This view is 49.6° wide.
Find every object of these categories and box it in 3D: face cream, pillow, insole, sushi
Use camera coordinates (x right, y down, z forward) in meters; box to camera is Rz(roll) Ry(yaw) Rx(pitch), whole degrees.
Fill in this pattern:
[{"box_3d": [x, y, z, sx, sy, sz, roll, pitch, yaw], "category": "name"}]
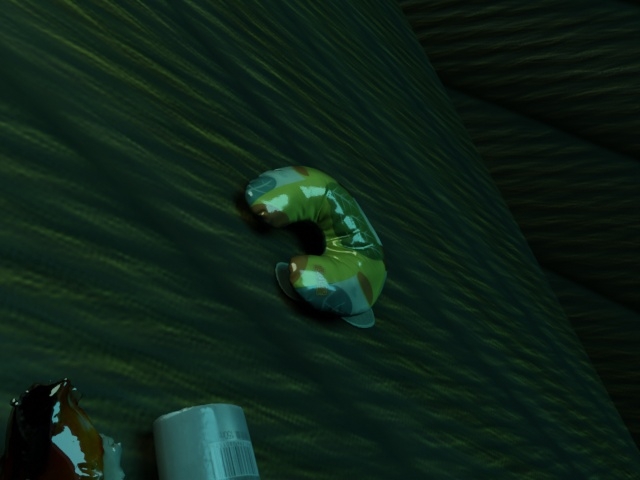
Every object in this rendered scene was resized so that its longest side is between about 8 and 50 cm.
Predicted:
[{"box_3d": [-0.073, 0.270, 0.556, 0.107, 0.073, 0.269, 14, 51, -49], "category": "face cream"}, {"box_3d": [0.000, 0.000, 0.964, 0.214, 0.086, 0.233, -15, 76, -52], "category": "pillow"}, {"box_3d": [0.011, 0.076, 0.983, 0.232, 0.003, 0.080, 26, 41, -48], "category": "insole"}, {"box_3d": [-0.170, 0.203, 0.434, 0.103, 0.097, 0.225, 23, 58, -42], "category": "sushi"}]
